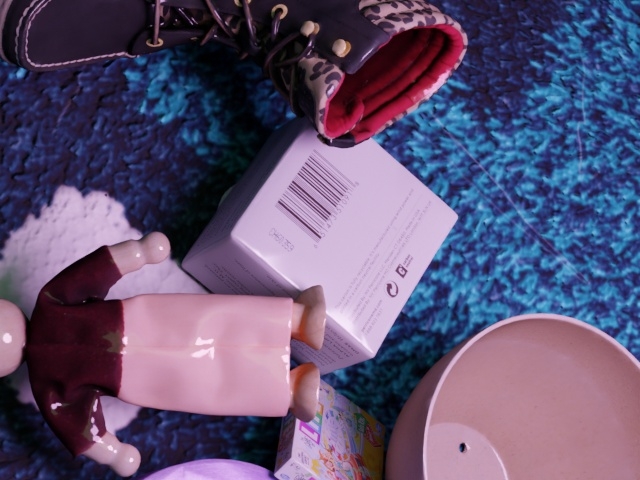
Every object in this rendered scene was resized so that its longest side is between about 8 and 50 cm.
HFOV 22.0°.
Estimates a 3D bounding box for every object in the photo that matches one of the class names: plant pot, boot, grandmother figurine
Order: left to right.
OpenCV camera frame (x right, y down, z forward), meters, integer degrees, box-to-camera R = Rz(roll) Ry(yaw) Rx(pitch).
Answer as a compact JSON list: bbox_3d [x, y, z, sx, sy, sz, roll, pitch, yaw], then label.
[{"bbox_3d":[-0.173,0.097,1.413,0.342,0.104,0.208,6,79,-8],"label":"grandmother figurine"},{"bbox_3d":[-0.077,-0.194,1.492,0.377,0.138,0.284,-24,52,-37],"label":"boot"},{"bbox_3d":[0.172,0.226,1.548,0.284,0.191,0.284,7,73,-25],"label":"plant pot"}]

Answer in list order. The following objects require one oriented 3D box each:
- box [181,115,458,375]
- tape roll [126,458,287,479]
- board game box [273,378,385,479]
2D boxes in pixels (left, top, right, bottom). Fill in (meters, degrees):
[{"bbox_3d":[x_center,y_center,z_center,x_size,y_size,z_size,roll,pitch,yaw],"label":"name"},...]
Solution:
[{"bbox_3d":[0.000,0.000,1.560,0.182,0.119,0.181,41,61,-14],"label":"box"},{"bbox_3d":[-0.103,0.331,1.432,0.275,0.090,0.275,8,72,-26],"label":"tape roll"},{"bbox_3d":[0.011,0.193,1.515,0.103,0.026,0.154,37,24,-15],"label":"board game box"}]
